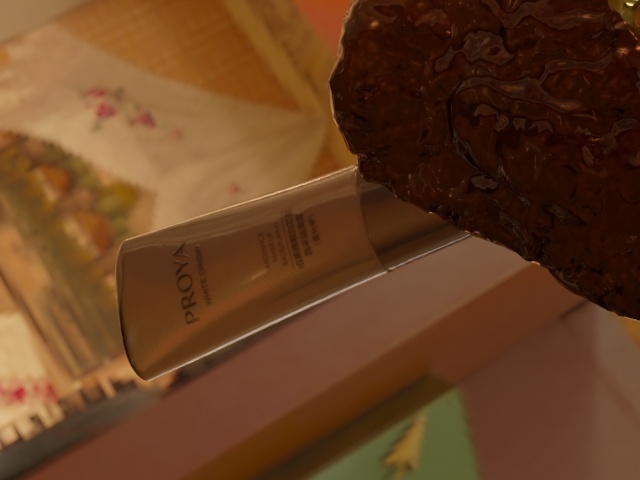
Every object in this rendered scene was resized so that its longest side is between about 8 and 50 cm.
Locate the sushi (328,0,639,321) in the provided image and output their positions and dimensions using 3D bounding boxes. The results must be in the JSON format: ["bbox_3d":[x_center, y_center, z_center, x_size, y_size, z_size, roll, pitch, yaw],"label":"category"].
[{"bbox_3d":[0.109,-0.100,0.682,0.179,0.296,0.167,-16,-72,31],"label":"sushi"}]

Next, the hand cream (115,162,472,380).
[{"bbox_3d":[0.000,0.000,1.035,0.048,0.255,0.079,29,45,-57],"label":"hand cream"}]
